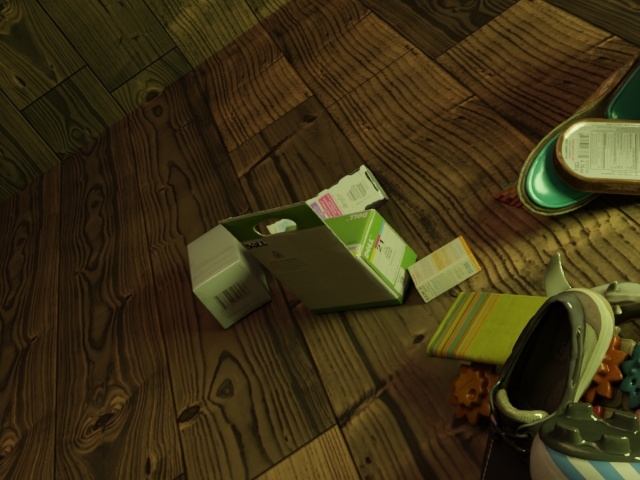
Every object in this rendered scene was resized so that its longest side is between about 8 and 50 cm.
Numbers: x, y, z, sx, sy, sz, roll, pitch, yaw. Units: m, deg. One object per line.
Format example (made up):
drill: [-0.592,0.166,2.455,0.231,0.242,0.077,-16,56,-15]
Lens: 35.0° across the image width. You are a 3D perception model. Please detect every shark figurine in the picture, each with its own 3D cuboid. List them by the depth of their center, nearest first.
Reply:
shark figurine: [0.369,0.093,1.204,0.278,0.116,0.166,-14,67,49]

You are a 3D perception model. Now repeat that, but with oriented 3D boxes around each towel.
towel: [0.224,0.113,1.259,0.102,0.021,0.237,-57,23,-17]

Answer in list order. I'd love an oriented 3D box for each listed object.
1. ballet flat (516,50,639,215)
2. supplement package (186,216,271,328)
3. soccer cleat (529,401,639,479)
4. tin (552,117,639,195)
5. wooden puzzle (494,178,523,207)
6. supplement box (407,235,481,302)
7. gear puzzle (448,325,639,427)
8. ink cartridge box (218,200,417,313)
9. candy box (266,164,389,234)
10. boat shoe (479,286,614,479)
ballet flat: [0.414,-0.155,1.530,0.348,0.123,0.123,-44,29,-13]
supplement package: [-0.169,0.057,1.850,0.105,0.105,0.179,-33,28,7]
soccer cleat: [0.361,0.256,0.963,0.331,0.143,0.116,11,20,29]
tin: [0.422,-0.118,1.421,0.190,0.040,0.106,3,71,8]
wooden puzzle: [0.310,-0.078,1.624,0.049,0.006,0.083,-42,28,-11]
supplement box: [0.187,0.043,1.542,0.098,0.036,0.062,-31,28,9]
gear puzzle: [0.265,0.174,1.164,0.339,0.044,0.175,0,71,54]
ink cartridge box: [0.000,0.000,1.575,0.189,0.255,0.097,-10,46,40]
candy box: [0.016,-0.047,1.767,0.196,0.070,0.165,-32,-3,6]
boat shoe: [0.224,0.182,1.091,0.103,0.092,0.285,30,103,41]
